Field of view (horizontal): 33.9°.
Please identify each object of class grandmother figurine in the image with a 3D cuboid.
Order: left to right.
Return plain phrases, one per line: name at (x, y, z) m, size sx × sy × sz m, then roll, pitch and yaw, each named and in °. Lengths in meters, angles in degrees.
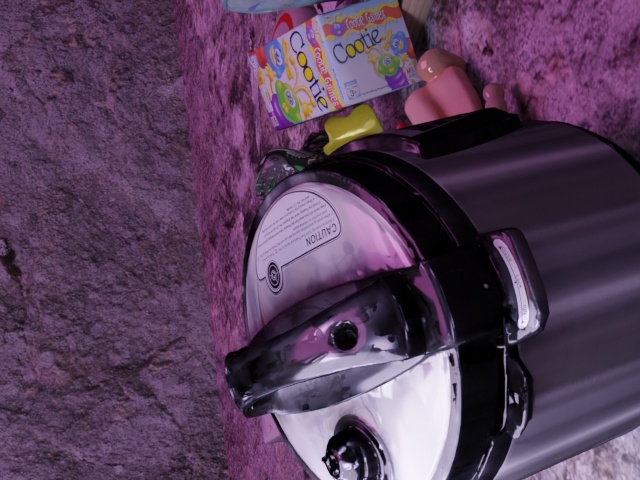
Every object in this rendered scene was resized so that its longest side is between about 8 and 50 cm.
grandmother figurine at (0.204, -0.104, 1.390) m, size 0.342 × 0.104 × 0.207 m, roll -110°, pitch 13°, yaw -48°

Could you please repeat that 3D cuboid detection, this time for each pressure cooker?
pressure cooker at (0.119, 0.076, 1.047) m, size 0.375 × 0.420 × 0.369 m, roll 41°, pitch 133°, yaw 42°

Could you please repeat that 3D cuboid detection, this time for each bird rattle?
bird rattle at (0.110, -0.099, 1.644) m, size 0.253 × 0.143 × 0.206 m, roll 40°, pitch 119°, yaw 53°

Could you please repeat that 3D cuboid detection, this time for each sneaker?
sneaker at (-0.013, -0.129, 1.810) m, size 0.343 × 0.134 × 0.146 m, roll 1°, pitch -92°, yaw -68°

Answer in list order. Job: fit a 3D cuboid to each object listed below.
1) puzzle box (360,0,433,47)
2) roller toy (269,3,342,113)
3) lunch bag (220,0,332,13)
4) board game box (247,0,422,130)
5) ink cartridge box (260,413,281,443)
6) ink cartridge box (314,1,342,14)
puzzle box at (0.129, -0.502, 1.584) m, size 0.409 × 0.052 × 0.272 m, roll 111°, pitch 149°, yaw -57°
roller toy at (-0.006, -0.329, 1.924) m, size 0.209 × 0.146 × 0.191 m, roll 121°, pitch 148°, yaw -49°
lunch bag at (-0.015, -0.407, 1.530) m, size 0.224 × 0.279 × 0.107 m, roll 135°, pitch 128°, yaw -83°
board game box at (0.017, -0.277, 1.671) m, size 0.275 × 0.144 × 0.142 m, roll -7°, pitch 104°, yaw 65°
ink cartridge box at (-0.051, 0.325, 2.342) m, size 0.353 × 0.119 × 0.207 m, roll 129°, pitch 134°, yaw -66°
ink cartridge box at (0.025, -0.459, 1.772) m, size 0.179 × 0.045 × 0.145 m, roll 101°, pitch 154°, yaw -49°
